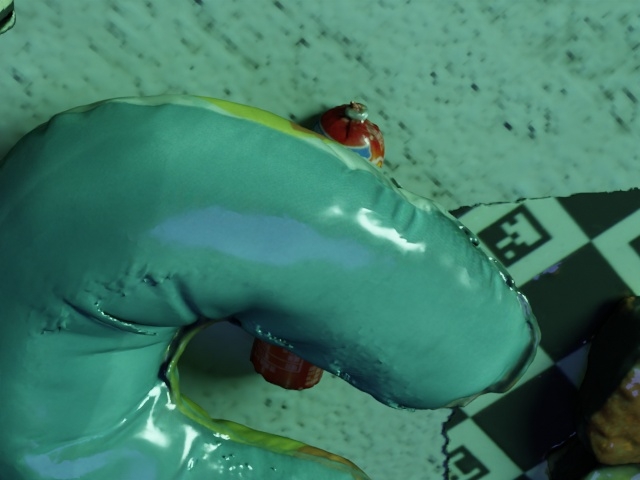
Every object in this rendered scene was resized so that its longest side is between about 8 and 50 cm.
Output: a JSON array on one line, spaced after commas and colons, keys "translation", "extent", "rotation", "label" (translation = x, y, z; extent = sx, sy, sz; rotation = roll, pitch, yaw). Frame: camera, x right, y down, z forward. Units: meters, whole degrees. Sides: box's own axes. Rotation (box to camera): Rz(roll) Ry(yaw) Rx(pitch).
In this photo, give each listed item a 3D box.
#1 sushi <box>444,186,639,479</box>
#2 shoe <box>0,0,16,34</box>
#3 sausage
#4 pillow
[{"translation": [0.167, 0.083, 0.640], "extent": [0.219, 0.047, 0.231], "rotation": [-6, 124, -3], "label": "sushi"}, {"translation": [-0.196, -0.107, 0.466], "extent": [0.194, 0.074, 0.077], "rotation": [3, 111, -11], "label": "shoe"}, {"translation": [0.000, 0.000, 0.575], "extent": [0.034, 0.034, 0.129], "rotation": [8, 123, -11], "label": "sausage"}, {"translation": [-0.049, 0.051, 0.552], "extent": [0.214, 0.086, 0.233], "rotation": [27, 122, -5], "label": "pillow"}]
